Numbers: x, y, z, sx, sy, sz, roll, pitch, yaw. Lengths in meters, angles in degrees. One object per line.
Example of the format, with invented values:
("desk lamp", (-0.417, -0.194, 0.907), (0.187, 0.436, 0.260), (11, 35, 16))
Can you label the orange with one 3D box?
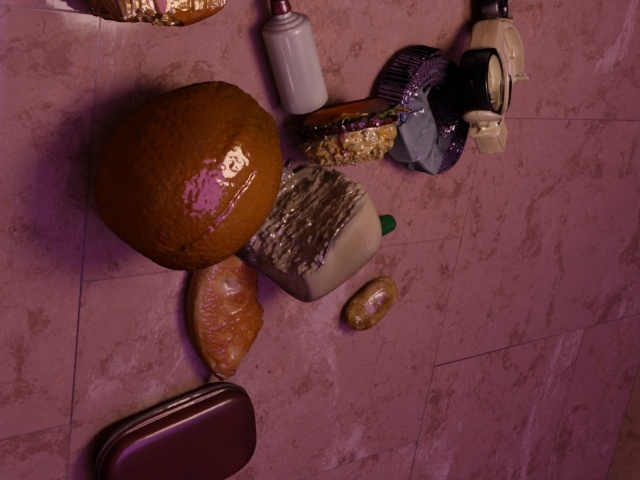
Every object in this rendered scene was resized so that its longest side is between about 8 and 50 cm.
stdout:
("orange", (-0.238, -0.126, 1.601), (0.357, 0.322, 0.322), (-52, 134, -3))

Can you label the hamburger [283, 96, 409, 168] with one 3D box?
("hamburger", (0.066, -0.236, 1.881), (0.262, 0.243, 0.138), (-20, 103, -36))

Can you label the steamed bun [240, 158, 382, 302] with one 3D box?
("steamed bun", (0.000, 0.000, 1.877), (0.290, 0.272, 0.273), (-43, 120, -6))

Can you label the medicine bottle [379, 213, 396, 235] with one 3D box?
("medicine bottle", (0.082, 0.002, 2.118), (0.261, 0.064, 0.094), (-26, 116, -30))

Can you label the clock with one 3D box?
("clock", (0.428, -0.428, 2.125), (0.276, 0.120, 0.379), (58, 43, -45))

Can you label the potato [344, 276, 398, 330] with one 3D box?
("potato", (0.134, 0.168, 2.232), (0.170, 0.080, 0.107), (-42, 144, -21))

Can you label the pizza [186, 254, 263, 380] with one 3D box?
("pizza", (-0.214, 0.154, 1.922), (0.182, 0.074, 0.365), (-22, 122, -30))

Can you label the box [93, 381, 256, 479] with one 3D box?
("box", (-0.326, 0.477, 1.947), (0.404, 0.108, 0.263), (-18, 121, -34))

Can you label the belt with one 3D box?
("belt", (0.255, -0.309, 2.092), (0.260, 0.122, 0.324), (-49, 136, -23))

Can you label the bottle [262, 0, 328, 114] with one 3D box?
("bottle", (-0.058, -0.393, 1.785), (0.104, 0.104, 0.245), (-35, 130, -25))

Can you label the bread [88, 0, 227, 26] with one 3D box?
("bread", (-0.287, -0.452, 1.505), (0.250, 0.179, 0.133), (-20, 126, -34))
